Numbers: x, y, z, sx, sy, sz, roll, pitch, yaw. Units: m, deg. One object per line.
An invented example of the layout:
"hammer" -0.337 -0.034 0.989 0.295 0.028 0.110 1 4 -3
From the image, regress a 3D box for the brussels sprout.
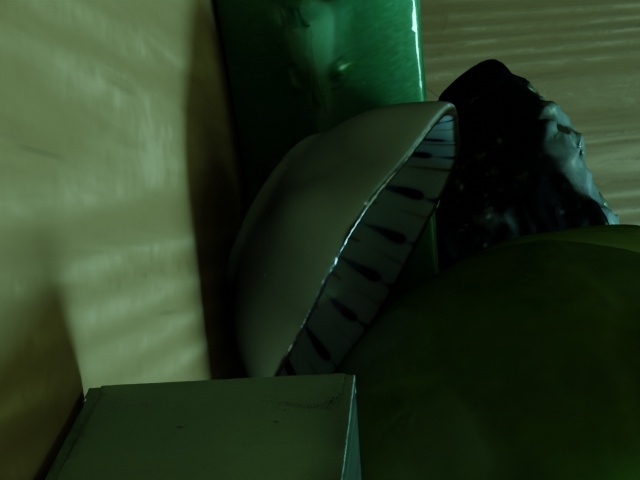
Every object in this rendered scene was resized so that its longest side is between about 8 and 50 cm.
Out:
"brussels sprout" 0.166 0.152 0.790 0.315 0.371 0.276 -65 -163 2

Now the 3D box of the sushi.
"sushi" 0.120 0.050 1.191 0.329 0.285 0.328 63 6 -14

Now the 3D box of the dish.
"dish" 0.000 0.000 0.742 0.191 0.066 0.191 -55 167 -20

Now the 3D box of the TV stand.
"TV stand" -0.037 0.120 0.336 0.269 0.088 0.083 -75 162 -73

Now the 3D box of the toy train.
"toy train" 0.016 -0.083 0.885 0.202 0.120 0.301 -81 166 -53
